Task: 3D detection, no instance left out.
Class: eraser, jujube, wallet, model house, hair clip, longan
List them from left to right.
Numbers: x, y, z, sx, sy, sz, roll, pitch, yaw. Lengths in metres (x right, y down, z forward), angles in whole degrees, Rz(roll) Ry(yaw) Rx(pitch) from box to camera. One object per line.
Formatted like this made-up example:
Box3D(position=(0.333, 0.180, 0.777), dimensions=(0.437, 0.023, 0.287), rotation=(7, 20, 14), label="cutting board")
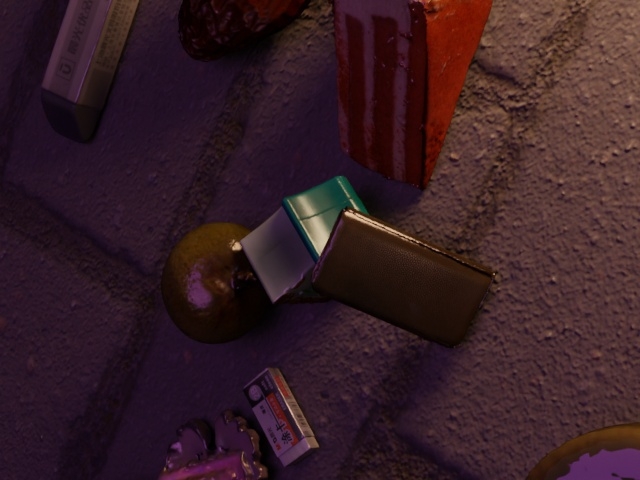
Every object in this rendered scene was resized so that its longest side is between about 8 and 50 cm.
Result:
Box3D(position=(-0.326, -0.316, 1.798), dimensions=(0.089, 0.061, 0.352), rotation=(25, 99, 31), label="eraser")
Box3D(position=(-0.198, 0.335, 1.660), dimensions=(0.300, 0.069, 0.173), rotation=(-18, 78, 20), label="hair clip")
Box3D(position=(-0.128, 0.054, 1.587), dimensions=(0.176, 0.145, 0.155), rotation=(-1, 104, 62), label="longan")
Box3D(position=(-0.103, -0.333, 1.612), dimensions=(0.236, 0.168, 0.168), rotation=(-44, 64, 39), label="jujube")
Box3D(position=(-0.052, 0.228, 1.600), dimensions=(0.052, 0.029, 0.122), rotation=(-39, 66, 24), label="eraser")
Box3D(position=(0.000, 0.000, 1.527), dimensions=(0.149, 0.127, 0.100), rotation=(-43, 66, 27), label="model house")
Box3D(position=(0.095, 0.046, 1.448), dimensions=(0.198, 0.031, 0.110), rotation=(23, 99, -10), label="wallet")

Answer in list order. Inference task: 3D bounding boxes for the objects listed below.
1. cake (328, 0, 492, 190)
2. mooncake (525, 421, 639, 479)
Box3D(position=(0.110, -0.220, 1.520), dimensions=(0.158, 0.159, 0.262), rotation=(25, 134, 31), label="cake")
Box3D(position=(0.340, 0.330, 1.268), dimensions=(0.284, 0.155, 0.284), rotation=(-4, 83, 35), label="mooncake")
